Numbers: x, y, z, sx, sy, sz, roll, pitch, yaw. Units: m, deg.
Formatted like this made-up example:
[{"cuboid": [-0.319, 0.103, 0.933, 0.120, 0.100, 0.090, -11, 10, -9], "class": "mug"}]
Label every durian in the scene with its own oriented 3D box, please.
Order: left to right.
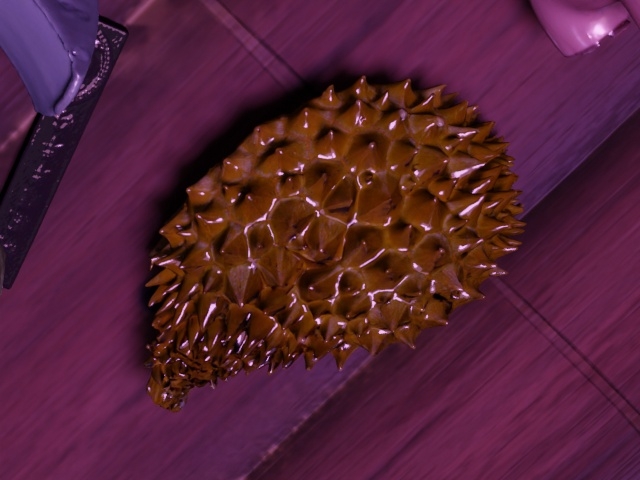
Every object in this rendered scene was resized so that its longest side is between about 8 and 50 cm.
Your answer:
[{"cuboid": [0.000, 0.000, 0.865, 0.306, 0.166, 0.172, -36, 95, -5], "class": "durian"}]

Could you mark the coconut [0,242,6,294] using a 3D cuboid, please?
[{"cuboid": [-0.321, 0.041, 0.659, 0.329, 0.281, 0.328, -1, 106, -3], "class": "coconut"}]

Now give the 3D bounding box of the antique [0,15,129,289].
[{"cuboid": [-0.173, -0.053, 0.825, 0.031, 0.015, 0.192, 18, 111, -29], "class": "antique"}]

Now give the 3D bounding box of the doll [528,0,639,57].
[{"cuboid": [0.150, -0.254, 0.755, 0.284, 0.216, 0.268, -40, 102, -15], "class": "doll"}]

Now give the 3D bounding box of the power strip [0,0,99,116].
[{"cuboid": [-0.225, -0.167, 0.650, 0.253, 0.167, 0.054, 21, 143, -34], "class": "power strip"}]
